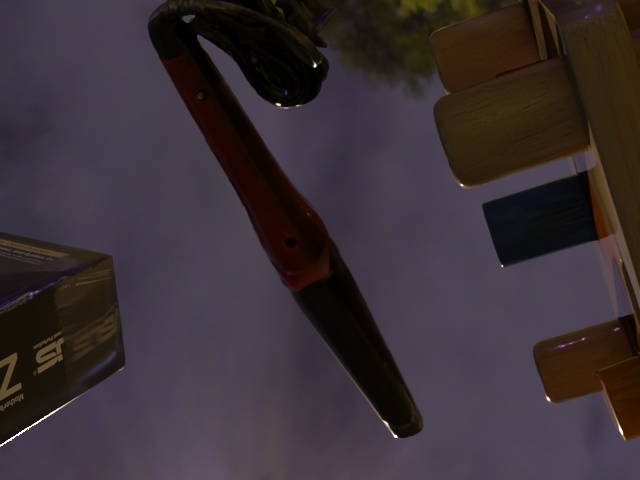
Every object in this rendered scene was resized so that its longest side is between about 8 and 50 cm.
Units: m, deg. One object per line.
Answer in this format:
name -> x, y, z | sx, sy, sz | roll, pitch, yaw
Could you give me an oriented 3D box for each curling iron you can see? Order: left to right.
curling iron -> 0.000, 0.000, 0.511 | 0.035, 0.068, 0.274 | -64, -34, -41

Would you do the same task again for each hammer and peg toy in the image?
hammer and peg toy -> 0.125, -0.051, 0.540 | 0.266, 0.127, 0.361 | -74, -36, -73

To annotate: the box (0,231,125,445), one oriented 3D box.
box -> -0.378, 0.066, 0.765 | 0.318, 0.395, 0.097 | -34, -52, -51
